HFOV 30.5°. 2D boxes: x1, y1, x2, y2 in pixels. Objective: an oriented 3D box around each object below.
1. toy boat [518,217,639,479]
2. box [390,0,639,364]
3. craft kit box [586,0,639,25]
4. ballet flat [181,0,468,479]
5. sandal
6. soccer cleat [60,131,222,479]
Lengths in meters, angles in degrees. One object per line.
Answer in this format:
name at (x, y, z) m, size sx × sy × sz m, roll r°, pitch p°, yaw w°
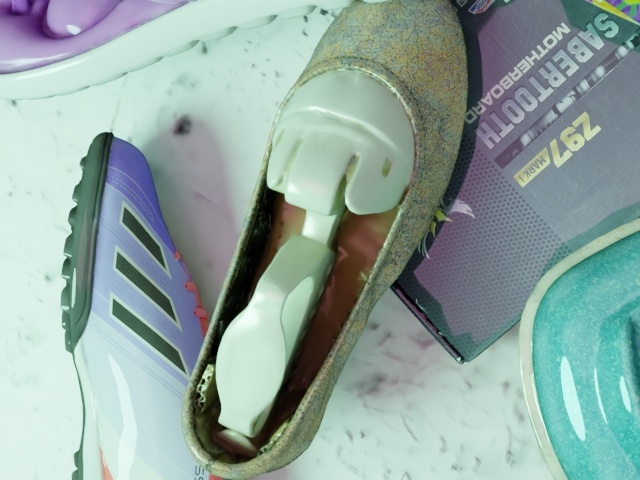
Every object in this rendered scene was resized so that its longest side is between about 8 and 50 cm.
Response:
toy boat at (0.263, 0.122, 0.615) m, size 0.267 × 0.148 × 0.318 m, roll -19°, pitch 84°, yaw 2°
box at (0.114, -0.067, 0.713) m, size 0.233 × 0.059 × 0.183 m, roll -43°, pitch 83°, yaw 16°
craft kit box at (0.276, -0.192, 0.577) m, size 0.247 × 0.061 × 0.250 m, roll 21°, pitch 119°, yaw -9°
ballet flat at (0.000, 0.000, 0.667) m, size 0.107 × 0.106 × 0.316 m, roll 21°, pitch 101°, yaw 15°
sandal at (-0.078, -0.198, 0.699) m, size 0.416 × 0.102 × 0.169 m, roll -11°, pitch 52°, yaw 19°
soccer cleat at (-0.106, 0.087, 0.778) m, size 0.116 × 0.108 × 0.318 m, roll -2°, pitch 92°, yaw -4°
